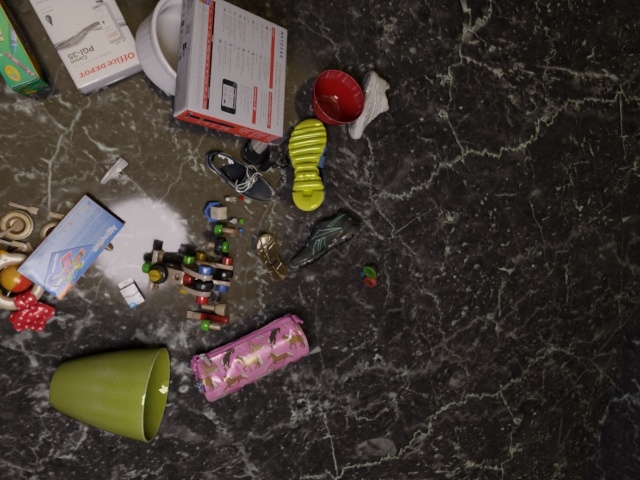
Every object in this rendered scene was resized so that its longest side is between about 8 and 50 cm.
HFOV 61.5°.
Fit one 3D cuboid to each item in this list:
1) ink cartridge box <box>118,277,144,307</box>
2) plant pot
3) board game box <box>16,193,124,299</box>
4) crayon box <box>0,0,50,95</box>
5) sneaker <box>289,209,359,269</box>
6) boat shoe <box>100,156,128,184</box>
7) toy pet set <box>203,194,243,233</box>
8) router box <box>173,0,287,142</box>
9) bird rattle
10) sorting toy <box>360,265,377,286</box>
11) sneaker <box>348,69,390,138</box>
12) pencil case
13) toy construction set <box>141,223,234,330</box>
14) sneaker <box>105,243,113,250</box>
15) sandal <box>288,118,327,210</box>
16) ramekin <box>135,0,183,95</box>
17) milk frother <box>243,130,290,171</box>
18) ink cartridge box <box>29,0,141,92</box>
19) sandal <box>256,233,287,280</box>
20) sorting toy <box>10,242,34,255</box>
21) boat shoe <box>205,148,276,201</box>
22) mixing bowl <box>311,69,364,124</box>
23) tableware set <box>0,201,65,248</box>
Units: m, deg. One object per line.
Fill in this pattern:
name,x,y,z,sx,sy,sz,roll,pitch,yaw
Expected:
ink cartridge box,-0.591,0.163,1.677,0.048,0.028,0.083,-30,105,-11
plant pot,-0.633,0.447,1.608,0.293,0.275,0.275,5,97,-1
board game box,-0.721,0.018,1.564,0.145,0.027,0.281,43,72,-22
crayon box,-0.835,-0.535,1.422,0.081,0.165,0.278,-26,105,-12
sneaker,0.000,0.000,1.815,0.267,0.101,0.106,-34,85,-9
boat shoe,-0.616,-0.202,1.611,0.035,0.035,0.100,41,79,-16
toy pet set,-0.309,-0.084,1.723,0.114,0.065,0.122,-10,107,-51
router box,-0.240,-0.468,1.487,0.301,0.082,0.335,10,79,-40
bird rattle,-0.874,0.140,1.533,0.253,0.143,0.207,28,84,-21
sorting toy,0.177,0.116,1.893,0.042,0.061,0.102,-46,149,-35
sneaker,0.172,-0.439,1.791,0.115,0.090,0.232,19,93,-22
pencil case,-0.225,0.377,1.759,0.386,0.167,0.160,-23,72,-13
toy construction set,-0.409,0.131,1.661,0.237,0.257,0.309,7,122,7
sneaker,-0.671,0.011,1.632,0.083,0.032,0.037,38,103,-17
sandal,-0.035,-0.238,1.743,0.126,0.138,0.317,2,79,9
ramekin,-0.383,-0.544,1.524,0.277,0.135,0.277,6,82,-46
milk frother,-0.145,-0.291,1.682,0.143,0.135,0.129,-21,81,-37
ink cartridge box,-0.644,-0.585,1.498,0.207,0.117,0.283,-28,106,-12
sandal,-0.165,0.055,1.787,0.072,0.049,0.180,-27,120,-6
sorting toy,-0.862,0.055,1.585,0.062,0.012,0.083,-34,103,-14
boat shoe,-0.246,-0.202,1.700,0.254,0.079,0.095,38,87,-19
mixing bowl,0.041,-0.442,1.728,0.181,0.098,0.181,7,73,-24
tableware set,-0.827,-0.029,1.563,0.194,0.039,0.128,16,88,-19
